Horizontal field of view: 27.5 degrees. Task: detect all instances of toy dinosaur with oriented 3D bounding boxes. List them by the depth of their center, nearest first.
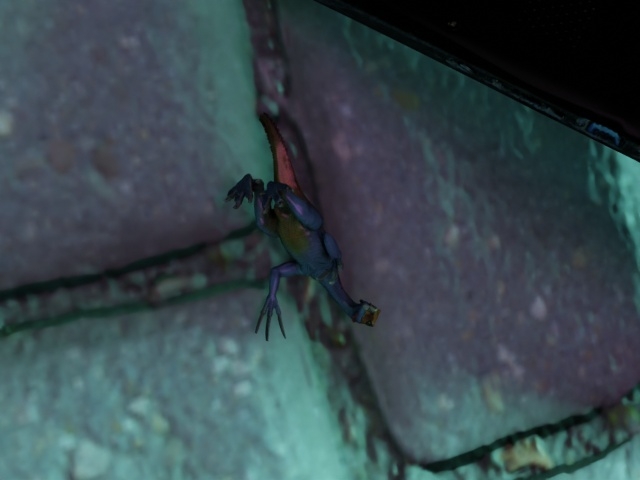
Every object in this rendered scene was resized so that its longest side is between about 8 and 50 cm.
[{"bbox_3d":[0.000,0.000,0.574,0.082,0.047,0.090,40,57,-39],"label":"toy dinosaur"}]

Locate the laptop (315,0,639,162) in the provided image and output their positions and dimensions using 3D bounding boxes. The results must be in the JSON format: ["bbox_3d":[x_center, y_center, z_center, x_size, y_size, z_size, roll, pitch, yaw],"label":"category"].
[{"bbox_3d":[0.195,-0.167,0.704,0.408,0.236,0.382,27,71,6],"label":"laptop"}]
